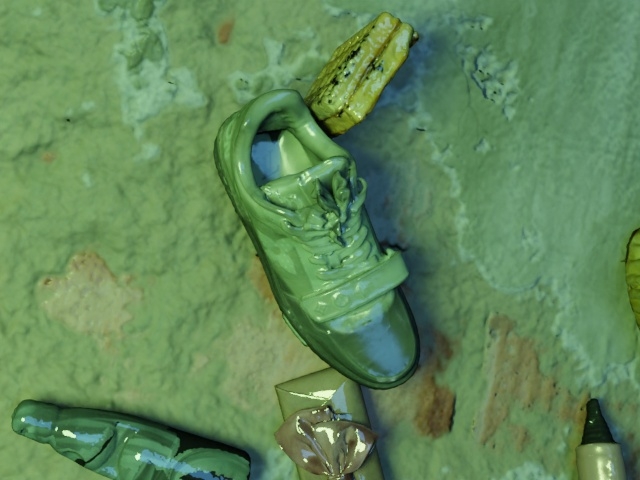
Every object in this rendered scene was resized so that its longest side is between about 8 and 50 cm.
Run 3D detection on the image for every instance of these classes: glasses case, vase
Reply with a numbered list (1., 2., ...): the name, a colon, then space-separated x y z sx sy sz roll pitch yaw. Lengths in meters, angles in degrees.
1. glasses case: 0.011 0.216 0.963 0.102 0.070 0.193 -15 93 -15
2. vase: -0.167 0.183 0.914 0.211 0.060 0.060 22 83 -16

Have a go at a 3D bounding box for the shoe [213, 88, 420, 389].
1. shoe: 0.002 -0.001 0.903 0.109 0.149 0.293 -31 85 -14

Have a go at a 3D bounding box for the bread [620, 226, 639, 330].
1. bread: 0.440 0.065 1.063 0.227 0.142 0.253 -31 96 -23

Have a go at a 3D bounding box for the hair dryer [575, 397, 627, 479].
1. hair dryer: 0.291 0.324 1.007 0.107 0.189 0.344 -1 74 -17

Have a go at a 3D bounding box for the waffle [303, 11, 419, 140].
1. waffle: 0.027 -0.143 0.935 0.042 0.148 0.102 36 80 -11
